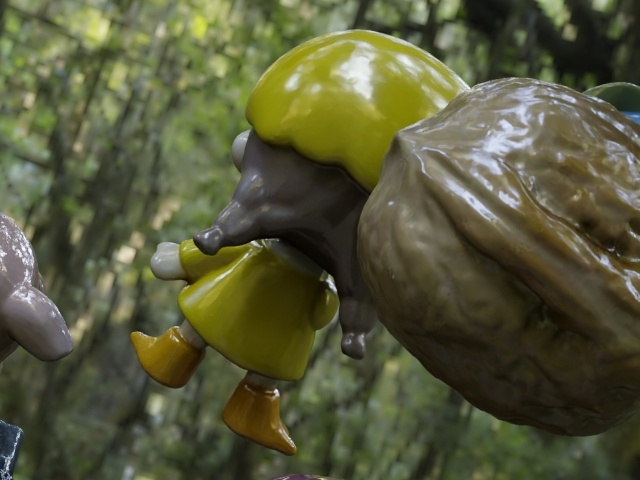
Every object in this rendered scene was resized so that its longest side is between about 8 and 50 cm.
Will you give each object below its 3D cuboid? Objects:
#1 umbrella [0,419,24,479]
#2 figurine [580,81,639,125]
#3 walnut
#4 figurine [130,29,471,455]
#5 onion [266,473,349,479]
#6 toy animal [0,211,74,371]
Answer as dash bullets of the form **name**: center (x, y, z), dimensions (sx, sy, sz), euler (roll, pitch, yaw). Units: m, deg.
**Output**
- **umbrella**: center (-0.301, 0.260, 1.621), dimensions (0.059, 0.236, 0.066), euler (19, -34, -12)
- **figurine**: center (0.193, -0.016, 1.243), dimensions (0.180, 0.154, 0.262), euler (19, 14, 8)
- **walnut**: center (0.102, 0.004, 0.908), dimensions (0.184, 0.155, 0.155), euler (36, -25, -17)
- **figurine**: center (0.000, 0.000, 1.506), dimensions (0.215, 0.344, 0.187), euler (28, 20, -14)
- **onion**: center (0.061, 0.291, 1.127), dimensions (0.285, 0.348, 0.347), euler (-22, -2, -27)
- **toy animal**: center (-0.302, 0.056, 1.483), dimensions (0.166, 0.154, 0.250), euler (9, -24, -22)
